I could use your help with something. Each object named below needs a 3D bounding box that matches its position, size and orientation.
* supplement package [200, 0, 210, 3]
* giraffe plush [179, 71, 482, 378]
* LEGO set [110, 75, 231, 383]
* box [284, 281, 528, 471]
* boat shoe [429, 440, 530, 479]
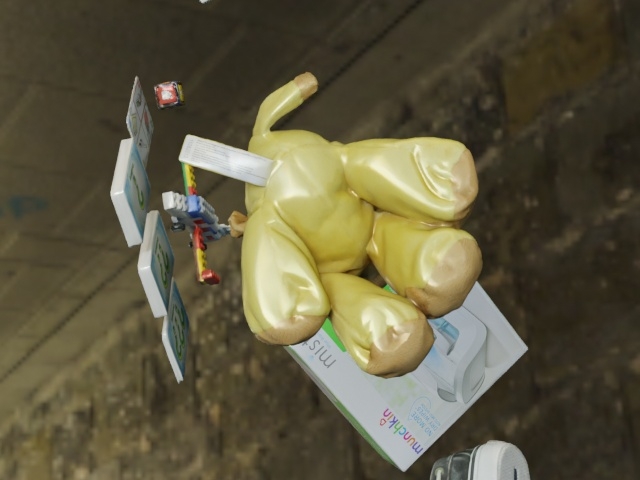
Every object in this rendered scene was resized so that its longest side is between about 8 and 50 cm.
[{"bbox_3d":[-0.058,-0.328,0.976,0.145,0.262,0.204,-30,-173,31],"label":"supplement package"},{"bbox_3d":[0.000,0.000,0.996,0.210,0.181,0.170,33,168,4],"label":"giraffe plush"},{"bbox_3d":[-0.109,-0.032,1.139,0.060,0.244,0.182,-11,123,6],"label":"LEGO set"},{"bbox_3d":[0.088,0.112,1.782,0.262,0.231,0.127,51,171,-30],"label":"box"},{"bbox_3d":[0.167,0.388,1.584,0.119,0.335,0.121,-19,135,35],"label":"boat shoe"}]
